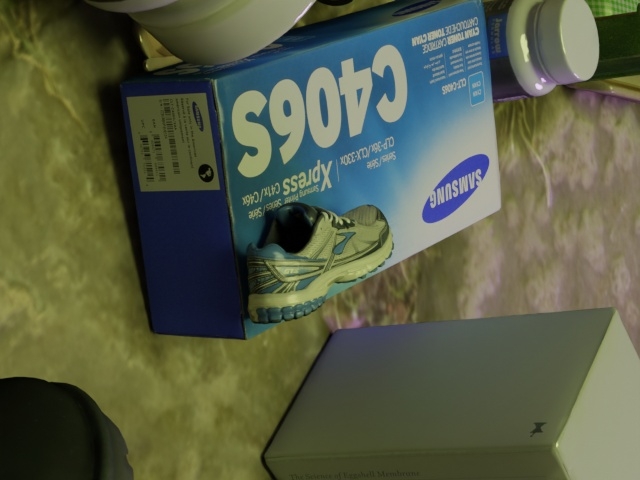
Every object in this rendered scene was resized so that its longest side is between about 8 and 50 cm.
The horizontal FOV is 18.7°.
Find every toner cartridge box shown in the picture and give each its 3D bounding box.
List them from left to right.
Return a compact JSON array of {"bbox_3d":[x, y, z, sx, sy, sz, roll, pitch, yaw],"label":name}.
[{"bbox_3d":[0.007,-0.060,1.312,0.348,0.075,0.165,-26,114,-54],"label":"toner cartridge box"}]

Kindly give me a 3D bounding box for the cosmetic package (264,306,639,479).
[{"bbox_3d":[0.122,0.175,1.321,0.225,0.224,0.138,60,41,-31],"label":"cosmetic package"}]

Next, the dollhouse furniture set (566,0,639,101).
[{"bbox_3d":[0.270,-0.228,1.674,0.301,0.151,0.198,4,81,-56],"label":"dollhouse furniture set"}]

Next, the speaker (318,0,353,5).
[{"bbox_3d":[0.035,-0.224,1.414,0.136,0.055,0.055,-51,125,-47],"label":"speaker"}]

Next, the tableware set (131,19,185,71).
[{"bbox_3d":[-0.085,-0.176,1.261,0.141,0.020,0.169,-10,93,-56],"label":"tableware set"}]

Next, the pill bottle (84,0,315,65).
[{"bbox_3d":[-0.121,-0.229,1.085,0.283,0.161,0.161,42,51,-42],"label":"pill bottle"}]

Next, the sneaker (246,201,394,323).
[{"bbox_3d":[0.000,0.000,1.188,0.135,0.052,0.058,-38,118,-51],"label":"sneaker"}]

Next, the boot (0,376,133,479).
[{"bbox_3d":[-0.293,0.093,0.819,0.445,0.146,0.367,50,44,-33],"label":"boot"}]

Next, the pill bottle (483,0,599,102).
[{"bbox_3d":[0.136,-0.144,1.475,0.078,0.137,0.078,14,72,-54],"label":"pill bottle"}]
